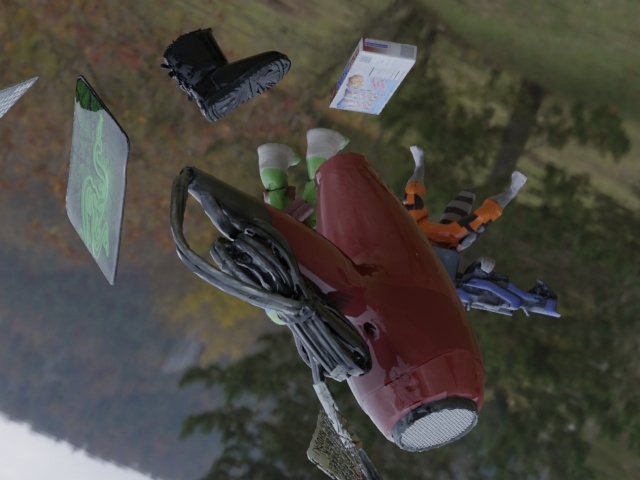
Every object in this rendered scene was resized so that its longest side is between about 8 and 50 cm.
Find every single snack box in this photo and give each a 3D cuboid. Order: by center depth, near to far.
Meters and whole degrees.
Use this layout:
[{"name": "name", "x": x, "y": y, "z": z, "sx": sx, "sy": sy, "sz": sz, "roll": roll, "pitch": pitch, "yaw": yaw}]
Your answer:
[{"name": "snack box", "x": 0.059, "y": -0.190, "z": 1.456, "sx": 0.064, "sy": 0.022, "sz": 0.178, "roll": 7, "pitch": 165, "yaw": -10}]

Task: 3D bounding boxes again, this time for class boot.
[{"name": "boot", "x": -0.106, "y": -0.195, "z": 1.364, "sx": 0.099, "sy": 0.121, "sz": 0.045, "roll": 54, "pitch": 174, "yaw": 25}]

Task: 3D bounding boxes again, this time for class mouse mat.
[{"name": "mouse mat", "x": -0.244, "y": -0.066, "z": 1.352, "sx": 0.007, "sy": 0.190, "sz": 0.152, "roll": -10, "pitch": -141, "yaw": -29}]

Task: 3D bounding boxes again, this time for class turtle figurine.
[{"name": "turtle figurine", "x": 0.000, "y": 0.000, "z": 1.712, "sx": 0.274, "sy": 0.266, "sz": 0.198, "roll": 7, "pitch": 160, "yaw": -18}]

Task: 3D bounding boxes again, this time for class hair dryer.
[{"name": "hair dryer", "x": 0.021, "y": 0.022, "z": 0.662, "sx": 0.224, "sy": 0.080, "sz": 0.293, "roll": 63, "pitch": -168, "yaw": -17}]

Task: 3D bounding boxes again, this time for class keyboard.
[{"name": "keyboard", "x": -0.374, "y": -0.133, "z": 1.324, "sx": 0.014, "sy": 0.072, "sz": 0.256, "roll": 52, "pitch": -162, "yaw": -6}]

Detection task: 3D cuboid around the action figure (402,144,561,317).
[{"name": "action figure", "x": 0.228, "y": 0.039, "z": 1.999, "sx": 0.341, "sy": 0.330, "sz": 0.178, "roll": 20, "pitch": 165, "yaw": 9}]
